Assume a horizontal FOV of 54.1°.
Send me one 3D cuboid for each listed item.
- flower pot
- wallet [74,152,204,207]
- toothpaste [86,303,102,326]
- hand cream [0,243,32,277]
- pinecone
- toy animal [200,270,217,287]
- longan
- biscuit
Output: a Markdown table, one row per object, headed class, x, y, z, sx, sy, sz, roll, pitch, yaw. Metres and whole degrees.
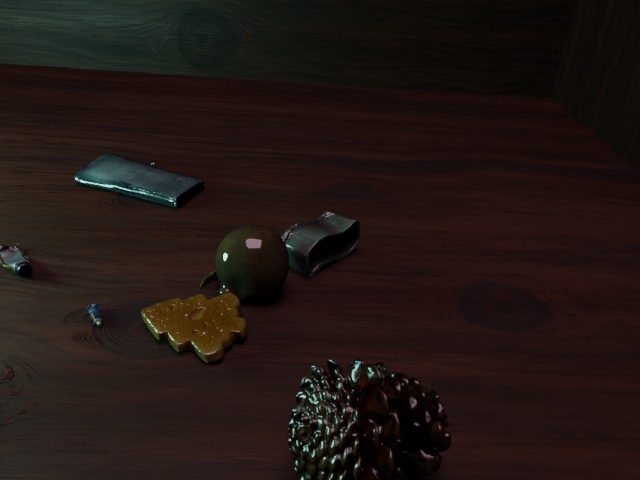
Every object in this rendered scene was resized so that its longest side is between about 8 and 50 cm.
| class | x | y | z | sx | sy | sz | roll | pitch | yaw |
| --- | --- | --- | --- | --- | --- | --- | --- | --- | --- |
| flower pot | 0.000 | 0.000 | 1.688 | 0.108 | 0.103 | 0.229 | 24 | 35 | 32 |
| wallet | -0.574 | -0.194 | 1.995 | 0.378 | 0.046 | 0.191 | 14 | 32 | 14 |
| toothpaste | -0.503 | 0.167 | 1.403 | 0.027 | 0.019 | 0.083 | -32 | 40 | -13 |
| hand cream | -0.758 | 0.048 | 1.561 | 0.062 | 0.039 | 0.163 | -20 | 32 | -34 |
| pinecone | 0.089 | 0.317 | 1.027 | 0.291 | 0.247 | 0.246 | 5 | 27 | -28 |
| toy animal | -0.242 | 0.058 | 1.617 | 0.216 | 0.041 | 0.075 | -28 | 44 | -37 |
| longan | -0.170 | 0.061 | 1.512 | 0.184 | 0.159 | 0.204 | 32 | 75 | 19 |
| biscuit | -0.279 | 0.184 | 1.387 | 0.238 | 0.041 | 0.212 | 8 | 36 | 5 |
